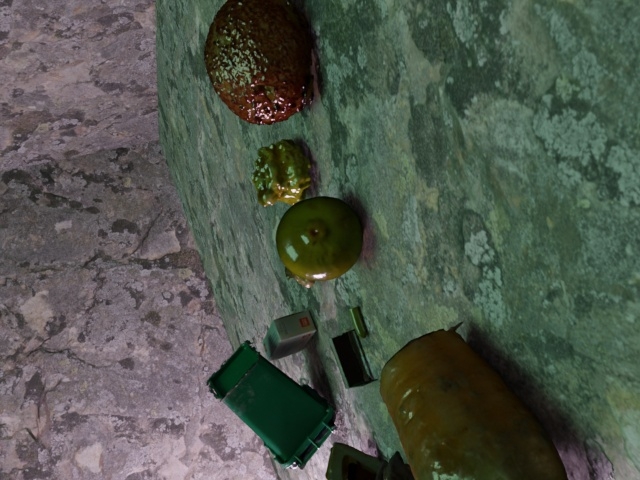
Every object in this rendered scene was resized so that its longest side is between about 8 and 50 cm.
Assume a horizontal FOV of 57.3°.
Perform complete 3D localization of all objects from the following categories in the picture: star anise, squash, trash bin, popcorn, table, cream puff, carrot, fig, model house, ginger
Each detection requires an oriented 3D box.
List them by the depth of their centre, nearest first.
[{"bbox_3d":[0.240,0.323,0.963,0.340,0.224,0.224,-122,25,-43],"label":"carrot"},{"bbox_3d":[0.001,-0.009,1.393,0.230,0.207,0.207,-50,-51,-73],"label":"fig"},{"bbox_3d":[0.224,0.679,1.420,0.331,0.118,0.331,50,152,39],"label":"star anise"},{"bbox_3d":[-0.165,-0.444,1.431,0.350,0.229,0.350,167,90,-69],"label":"cream puff"},{"bbox_3d":[0.098,0.214,1.520,0.027,0.027,0.083,147,106,-69],"label":"squash"},{"bbox_3d":[-0.110,-0.180,1.589,0.197,0.156,0.197,175,90,-77],"label":"popcorn"},{"bbox_3d":[0.078,0.328,1.614,0.146,0.062,0.175,70,156,10],"label":"table"},{"bbox_3d":[0.111,0.722,1.703,0.239,0.173,0.268,99,155,-63],"label":"model house"},{"bbox_3d":[-0.066,0.084,1.786,0.131,0.086,0.294,64,167,2],"label":"ginger"},{"bbox_3d":[-0.160,0.541,1.927,0.381,0.259,0.295,46,169,-23],"label":"trash bin"}]

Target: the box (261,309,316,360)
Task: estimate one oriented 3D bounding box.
[{"bbox_3d":[-0.113,0.329,1.995,0.269,0.135,0.079,116,136,-61],"label":"box"}]
